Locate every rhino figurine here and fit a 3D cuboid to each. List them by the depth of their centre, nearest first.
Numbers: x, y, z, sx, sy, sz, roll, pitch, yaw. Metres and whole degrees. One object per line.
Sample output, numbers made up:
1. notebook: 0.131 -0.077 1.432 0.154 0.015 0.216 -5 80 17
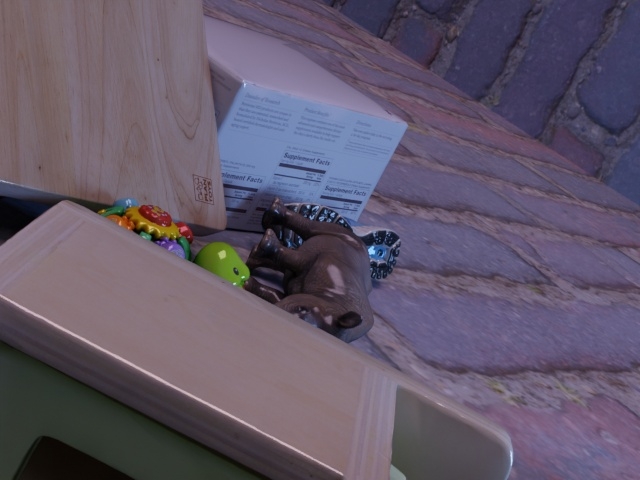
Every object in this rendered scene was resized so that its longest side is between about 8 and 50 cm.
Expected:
1. rhino figurine: -0.007 0.040 0.927 0.106 0.073 0.243 24 18 -6

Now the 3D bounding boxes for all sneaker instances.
1. sneaker: 0.000 0.000 1.119 0.162 0.063 0.073 19 1 -44

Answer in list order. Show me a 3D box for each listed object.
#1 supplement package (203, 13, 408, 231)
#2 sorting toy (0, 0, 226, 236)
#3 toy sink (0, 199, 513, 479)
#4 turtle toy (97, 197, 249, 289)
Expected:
1. supplement package: -0.084 -0.119 1.158 0.204 0.145 0.262 39 18 32
2. sorting toy: -0.199 -0.137 0.918 0.255 0.089 0.257 13 65 -54
3. toy sink: -0.051 0.114 0.481 0.234 0.153 0.131 29 16 -3
4. turtle toy: -0.115 0.014 0.835 0.130 0.066 0.095 26 16 -8
